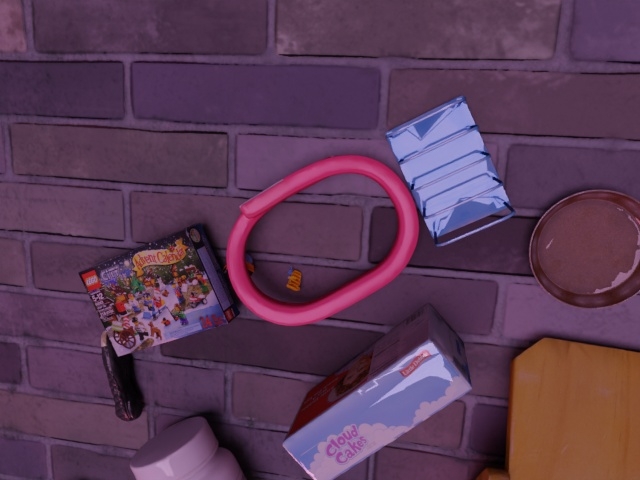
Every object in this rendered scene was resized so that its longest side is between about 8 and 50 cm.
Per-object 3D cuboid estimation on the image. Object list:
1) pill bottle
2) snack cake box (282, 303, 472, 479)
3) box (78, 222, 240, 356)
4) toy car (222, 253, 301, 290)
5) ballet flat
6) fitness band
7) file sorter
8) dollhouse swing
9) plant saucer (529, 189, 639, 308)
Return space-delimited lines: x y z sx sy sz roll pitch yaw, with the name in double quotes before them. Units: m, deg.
"pill bottle" -0.188 0.452 0.852 0.160 0.160 0.283 -23 96 15
"snack cake box" 0.083 0.221 0.753 0.264 0.152 0.089 -40 93 16
"box" -0.264 0.084 0.832 0.233 0.044 0.159 -20 98 22
"toy car" -0.092 0.050 0.821 0.122 0.060 0.040 20 61 -10
"ballet flat" -0.355 0.236 0.892 0.049 0.057 0.173 -7 100 18
"fitness band" 0.000 0.000 0.753 0.291 0.054 0.209 -29 95 3
"file sorter" 0.173 -0.093 0.692 0.118 0.104 0.170 -24 96 14
"dollhouse swing" 0.404 0.361 0.769 0.347 0.304 0.315 7 145 9
"plant saucer" 0.376 0.012 0.714 0.169 0.029 0.168 2 102 11
